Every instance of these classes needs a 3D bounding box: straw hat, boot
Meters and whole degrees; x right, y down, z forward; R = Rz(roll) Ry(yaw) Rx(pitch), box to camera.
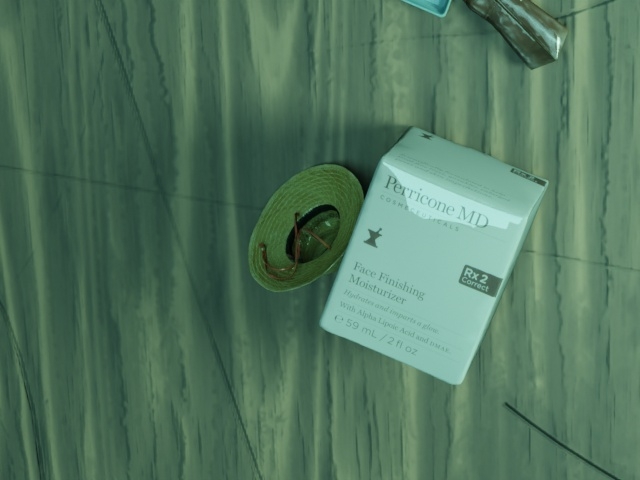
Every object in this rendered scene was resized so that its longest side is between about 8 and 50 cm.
[{"bbox_3d":[0.000,0.000,1.799,0.144,0.144,0.061,-30,137,21],"label":"straw hat"},{"bbox_3d":[0.200,-0.228,1.691,0.114,0.037,0.106,45,125,3],"label":"boot"}]

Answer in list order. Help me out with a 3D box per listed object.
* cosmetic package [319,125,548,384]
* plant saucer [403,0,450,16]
[{"bbox_3d":[0.110,0.011,1.724,0.151,0.151,0.184,22,110,8],"label":"cosmetic package"},{"bbox_3d":[0.046,-0.283,1.731,0.192,0.018,0.067,25,111,9],"label":"plant saucer"}]
